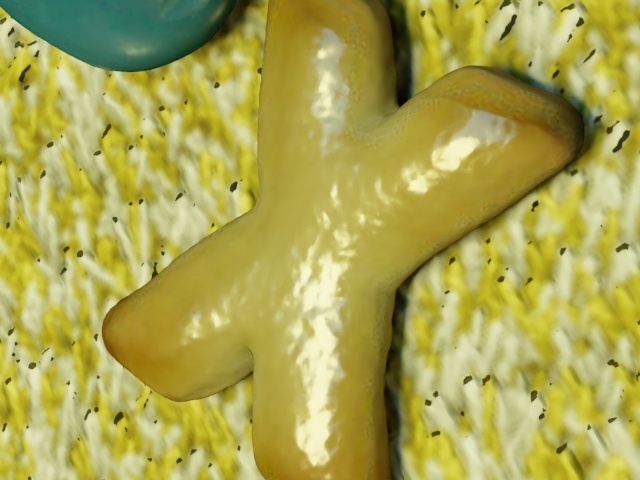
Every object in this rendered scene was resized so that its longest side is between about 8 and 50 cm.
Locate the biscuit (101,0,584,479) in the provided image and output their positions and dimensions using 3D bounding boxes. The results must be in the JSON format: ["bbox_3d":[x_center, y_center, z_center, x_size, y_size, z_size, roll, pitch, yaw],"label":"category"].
[{"bbox_3d":[0.001,0.001,0.711,0.164,0.047,0.208,34,105,27],"label":"biscuit"}]

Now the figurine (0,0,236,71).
[{"bbox_3d":[-0.127,-0.285,0.683,0.298,0.243,0.416,-157,73,-72],"label":"figurine"}]
